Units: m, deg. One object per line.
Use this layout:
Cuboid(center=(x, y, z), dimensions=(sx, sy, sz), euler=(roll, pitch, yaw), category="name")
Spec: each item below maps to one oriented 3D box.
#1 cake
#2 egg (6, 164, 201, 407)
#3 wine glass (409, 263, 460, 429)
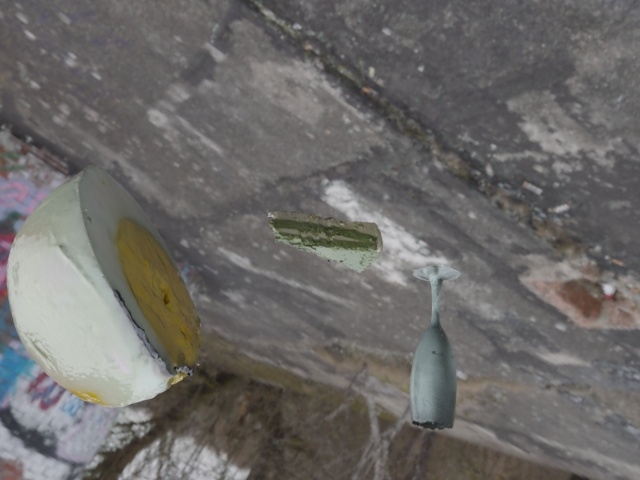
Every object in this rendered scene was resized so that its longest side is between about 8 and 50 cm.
Cuboid(center=(0.000, 0.000, 0.930), dimensions=(0.140, 0.051, 0.055), euler=(8, 140, -21), category="cake")
Cuboid(center=(-0.309, 0.076, 1.077), dimensions=(0.337, 0.201, 0.337), euler=(63, -179, -2), category="egg")
Cuboid(center=(0.140, 0.133, 0.995), dimensions=(0.066, 0.198, 0.066), euler=(5, 159, 2), category="wine glass")
